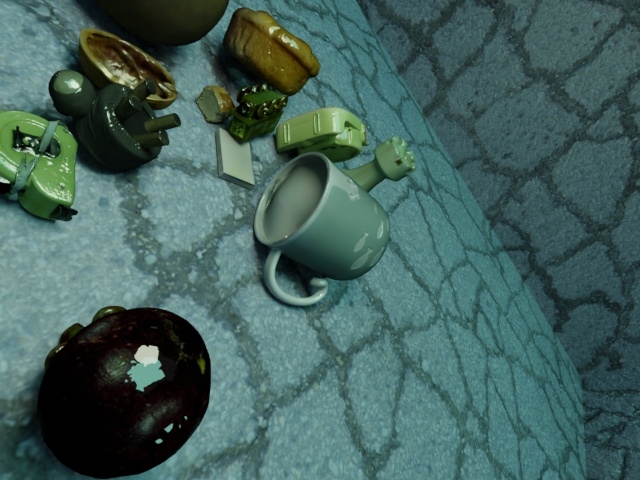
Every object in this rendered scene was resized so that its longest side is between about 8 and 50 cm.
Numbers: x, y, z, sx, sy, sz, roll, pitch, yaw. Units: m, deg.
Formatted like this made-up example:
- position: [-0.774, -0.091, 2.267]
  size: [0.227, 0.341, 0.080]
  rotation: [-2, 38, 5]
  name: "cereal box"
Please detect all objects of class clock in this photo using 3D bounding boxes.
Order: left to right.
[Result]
- position: [0.031, -0.311, 1.346]
  size: [0.308, 0.235, 0.096]
  rotation: [5, 78, -55]
  name: "clock"

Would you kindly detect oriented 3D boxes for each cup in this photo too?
- position: [0.000, 0.000, 1.085]
  size: [0.275, 0.260, 0.356]
  rotation: [32, 74, -36]
  name: "cup"

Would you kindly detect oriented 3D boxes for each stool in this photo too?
- position: [-0.373, -0.222, 0.800]
  size: [0.228, 0.140, 0.153]
  rotation: [3, 72, -71]
  name: "stool"

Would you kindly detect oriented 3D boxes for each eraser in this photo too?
- position: [-0.224, -0.215, 1.123]
  size: [0.104, 0.023, 0.150]
  rotation: [18, 52, -45]
  name: "eraser"

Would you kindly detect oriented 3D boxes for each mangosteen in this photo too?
- position: [-0.281, 0.191, 0.604]
  size: [0.266, 0.228, 0.228]
  rotation: [31, 24, 27]
  name: "mangosteen"

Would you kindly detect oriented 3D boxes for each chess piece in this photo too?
- position: [0.140, -0.194, 1.325]
  size: [0.195, 0.299, 0.194]
  rotation: [31, 44, -35]
  name: "chess piece"

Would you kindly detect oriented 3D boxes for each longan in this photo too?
- position: [-0.369, -0.638, 0.987]
  size: [0.361, 0.361, 0.360]
  rotation: [31, 43, -35]
  name: "longan"

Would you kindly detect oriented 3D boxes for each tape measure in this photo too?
- position: [-0.471, -0.135, 0.694]
  size: [0.154, 0.088, 0.177]
  rotation: [18, 50, -45]
  name: "tape measure"

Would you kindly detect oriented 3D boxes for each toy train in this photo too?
- position: [-0.171, -0.347, 1.171]
  size: [0.090, 0.137, 0.225]
  rotation: [36, 31, 3]
  name: "toy train"

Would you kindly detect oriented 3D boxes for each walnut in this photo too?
- position: [-0.418, -0.348, 0.919]
  size: [0.211, 0.087, 0.167]
  rotation: [33, 37, -27]
  name: "walnut"

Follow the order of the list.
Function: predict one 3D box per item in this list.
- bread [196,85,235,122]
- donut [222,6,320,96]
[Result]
- position: [-0.270, -0.358, 1.125]
  size: [0.083, 0.077, 0.070]
  rotation: [58, 37, -1]
  name: "bread"
- position: [-0.149, -0.554, 1.268]
  size: [0.299, 0.150, 0.317]
  rotation: [38, 12, 2]
  name: "donut"
